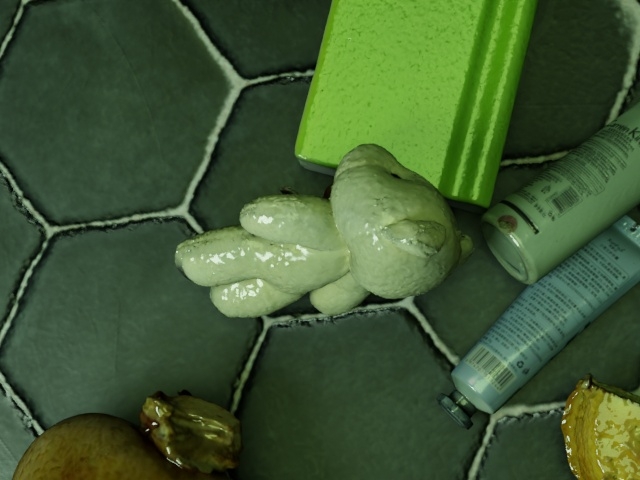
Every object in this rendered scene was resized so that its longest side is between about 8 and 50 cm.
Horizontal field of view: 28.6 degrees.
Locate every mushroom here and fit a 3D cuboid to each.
[{"bbox_3d":[-0.171,0.278,1.181,0.263,0.195,0.283,17,84,10],"label":"mushroom"}]

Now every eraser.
[{"bbox_3d":[0.102,-0.185,1.275,0.210,0.092,0.274,16,86,4],"label":"eraser"}]

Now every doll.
[{"bbox_3d":[-0.002,-0.003,1.208,0.278,0.175,0.149,-14,84,19],"label":"doll"}]

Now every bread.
[{"bbox_3d":[0.334,0.222,1.190,0.229,0.143,0.139,21,84,7],"label":"bread"}]

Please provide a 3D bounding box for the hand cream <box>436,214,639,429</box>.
[{"bbox_3d":[0.226,0.080,1.258,0.271,0.058,0.091,-45,68,-6],"label":"hand cream"}]

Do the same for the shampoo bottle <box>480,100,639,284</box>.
[{"bbox_3d":[0.283,-0.063,1.246,0.262,0.085,0.085,-36,83,-10],"label":"shampoo bottle"}]
